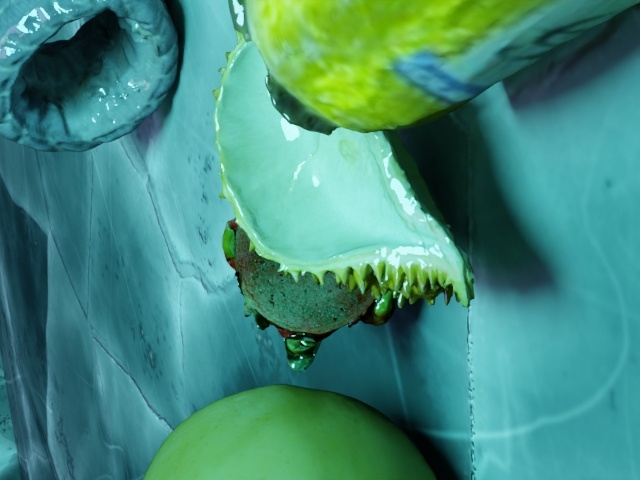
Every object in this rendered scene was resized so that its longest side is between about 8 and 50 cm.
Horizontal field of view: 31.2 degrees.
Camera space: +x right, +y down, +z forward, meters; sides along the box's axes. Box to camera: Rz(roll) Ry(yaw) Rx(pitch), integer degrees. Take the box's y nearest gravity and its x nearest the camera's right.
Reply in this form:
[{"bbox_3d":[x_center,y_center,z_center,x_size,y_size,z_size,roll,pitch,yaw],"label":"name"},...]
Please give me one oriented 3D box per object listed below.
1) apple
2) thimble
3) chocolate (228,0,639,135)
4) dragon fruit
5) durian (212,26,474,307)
[{"bbox_3d":[-0.021,0.238,0.833,0.262,0.262,0.263,38,134,55],"label":"apple"},{"bbox_3d":[-0.267,-0.222,1.198,0.172,0.205,0.236,66,149,30],"label":"thimble"},{"bbox_3d":[0.103,-0.171,0.474,0.445,0.162,0.162,-25,77,64],"label":"chocolate"},{"bbox_3d":[0.000,0.000,0.845,0.142,0.138,0.175,-51,8,13],"label":"dragon fruit"},{"bbox_3d":[0.025,-0.047,0.724,0.139,0.144,0.252,-54,47,54],"label":"durian"}]
